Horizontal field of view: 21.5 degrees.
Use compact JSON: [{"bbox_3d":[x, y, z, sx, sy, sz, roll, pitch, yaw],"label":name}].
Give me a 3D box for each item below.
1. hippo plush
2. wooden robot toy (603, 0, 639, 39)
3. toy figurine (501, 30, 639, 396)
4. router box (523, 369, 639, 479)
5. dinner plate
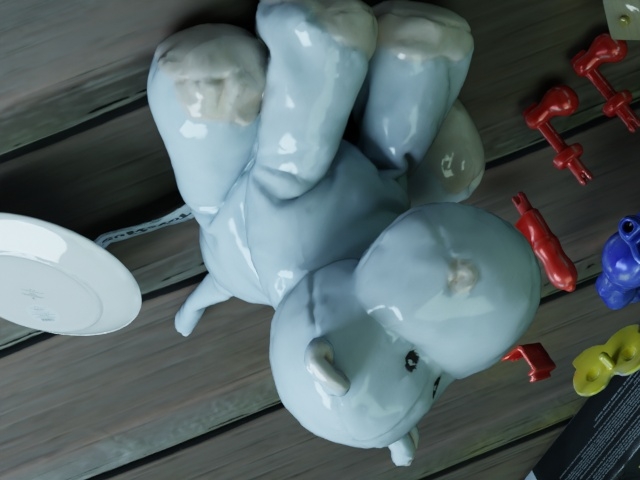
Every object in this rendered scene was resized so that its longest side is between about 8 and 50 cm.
[{"bbox_3d":[0.000,0.000,1.034,0.294,0.236,0.234,-33,136,9],"label":"hippo plush"},{"bbox_3d":[0.225,-0.211,1.075,0.079,0.076,0.173,-40,148,-38],"label":"wooden robot toy"},{"bbox_3d":[0.278,-0.057,1.212,0.362,0.191,0.217,-44,162,20],"label":"toy figurine"},{"bbox_3d":[0.322,0.202,1.479,0.243,0.081,0.309,11,126,-32],"label":"router box"},{"bbox_3d":[-0.186,0.028,1.089,0.141,0.017,0.141,10,149,6],"label":"dinner plate"}]
